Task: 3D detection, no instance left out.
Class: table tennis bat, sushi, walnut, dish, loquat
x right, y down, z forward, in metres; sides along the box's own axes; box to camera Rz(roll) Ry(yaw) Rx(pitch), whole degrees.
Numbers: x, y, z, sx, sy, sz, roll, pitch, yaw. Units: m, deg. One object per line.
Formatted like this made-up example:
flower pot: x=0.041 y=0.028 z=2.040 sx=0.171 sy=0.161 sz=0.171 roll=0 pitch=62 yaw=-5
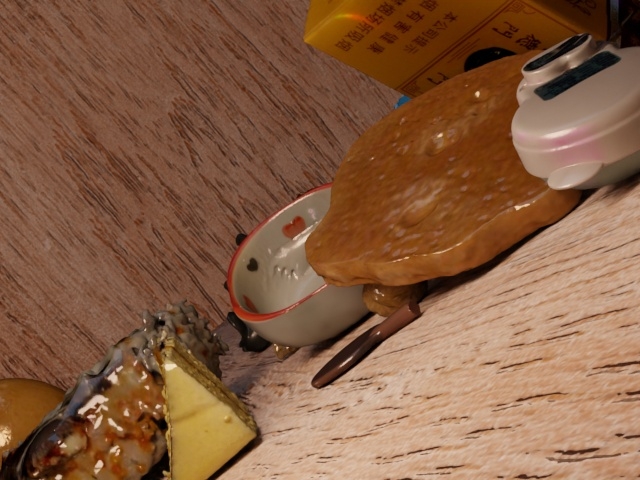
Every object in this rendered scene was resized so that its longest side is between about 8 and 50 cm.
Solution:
table tennis bat: x=0.019 y=0.081 z=1.555 sx=0.170 sy=0.119 sz=0.107 roll=-38 pitch=3 yaw=33
sushi: x=-0.290 y=0.268 z=1.960 sx=0.417 sy=0.176 sz=0.417 roll=-45 pitch=-2 yaw=-2
walnut: x=0.088 y=0.050 z=1.625 sx=0.096 sy=0.082 sz=0.079 roll=-44 pitch=-22 yaw=-50
dish: x=0.000 y=0.047 z=1.852 sx=0.256 sy=0.117 sz=0.256 roll=-27 pitch=33 yaw=19
loquat: x=-0.513 y=0.362 z=2.293 sx=0.263 sy=0.263 sz=0.263 roll=-38 pitch=3 yaw=2

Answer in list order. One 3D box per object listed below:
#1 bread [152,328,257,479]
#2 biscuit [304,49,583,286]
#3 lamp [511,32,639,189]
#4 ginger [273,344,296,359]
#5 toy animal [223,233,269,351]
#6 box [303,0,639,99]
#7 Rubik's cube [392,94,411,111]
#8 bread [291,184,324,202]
bread: x=-0.148 y=0.214 z=1.621 sx=0.266 sy=0.141 sz=0.178 roll=-143 pitch=64 yaw=-86
biscuit: x=0.173 y=-0.086 z=1.591 sx=0.385 sy=0.062 sz=0.365 roll=-14 pitch=36 yaw=37
lamp: x=0.282 y=-0.127 z=1.382 sx=0.179 sy=0.108 sz=0.246 roll=-25 pitch=27 yaw=4
ginger: x=0.006 y=0.056 z=2.051 sx=0.270 sy=0.123 sz=0.219 roll=-47 pitch=-22 yaw=11
toy animal: x=-0.122 y=0.099 z=2.400 sx=0.114 sy=0.245 sz=0.146 roll=-11 pitch=23 yaw=-12
box: x=0.223 y=-0.267 z=1.735 sx=0.264 sy=0.415 sz=0.116 roll=-35 pitch=38 yaw=47
Rubik's cube: x=0.188 y=-0.116 z=2.014 sx=0.254 sy=0.254 sz=0.254 roll=-38 pitch=3 yaw=2
bread: x=0.000 y=0.000 z=2.325 sx=0.109 sy=0.185 sz=0.380 roll=-64 pitch=-6 yaw=22
